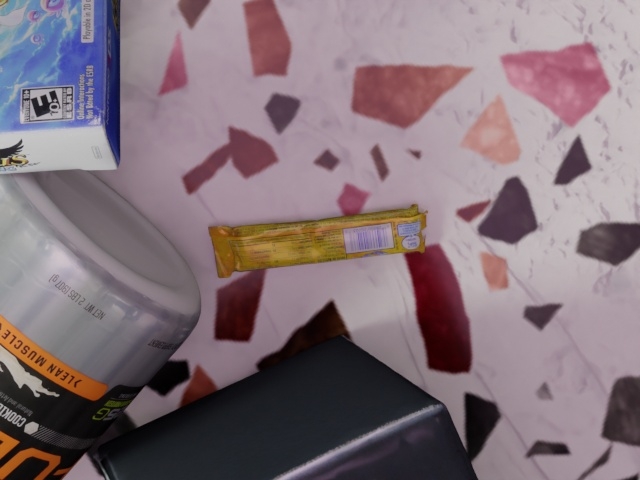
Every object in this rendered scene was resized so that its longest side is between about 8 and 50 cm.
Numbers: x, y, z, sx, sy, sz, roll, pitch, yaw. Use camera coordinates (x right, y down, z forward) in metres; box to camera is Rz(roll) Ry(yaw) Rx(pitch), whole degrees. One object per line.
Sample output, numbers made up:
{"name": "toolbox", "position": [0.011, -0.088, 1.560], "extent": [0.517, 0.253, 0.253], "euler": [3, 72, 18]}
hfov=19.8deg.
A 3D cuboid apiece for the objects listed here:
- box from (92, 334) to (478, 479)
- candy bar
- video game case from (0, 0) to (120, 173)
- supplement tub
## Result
{"name": "box", "position": [0.029, 0.298, 1.247], "extent": [0.212, 0.293, 0.395], "euler": [-25, 100, -8]}
{"name": "candy bar", "position": [0.000, 0.000, 1.344], "extent": [0.161, 0.018, 0.040], "euler": [-7, 105, 3]}
{"name": "video game case", "position": [-0.258, -0.169, 1.222], "extent": [0.244, 0.061, 0.269], "euler": [-5, 64, 3]}
{"name": "supplement tub", "position": [-0.248, 0.099, 1.283], "extent": [0.193, 0.193, 0.316], "euler": [40, 100, -6]}
